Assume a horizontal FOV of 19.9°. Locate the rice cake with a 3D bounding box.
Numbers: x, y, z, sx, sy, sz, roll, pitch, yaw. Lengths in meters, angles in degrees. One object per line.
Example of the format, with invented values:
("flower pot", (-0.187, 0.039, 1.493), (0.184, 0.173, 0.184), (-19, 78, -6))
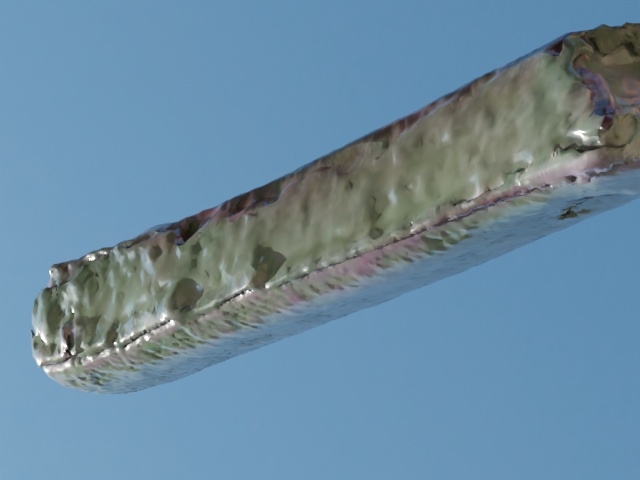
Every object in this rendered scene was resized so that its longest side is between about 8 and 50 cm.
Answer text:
("rice cake", (0.001, 0.000, 0.377), (0.033, 0.207, 0.033), (12, -111, -35))
